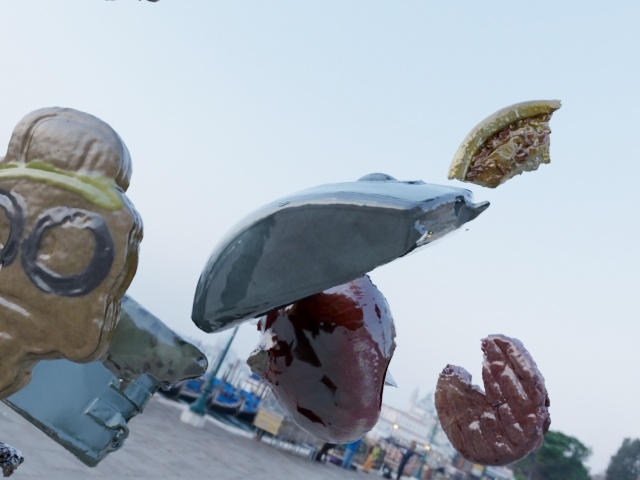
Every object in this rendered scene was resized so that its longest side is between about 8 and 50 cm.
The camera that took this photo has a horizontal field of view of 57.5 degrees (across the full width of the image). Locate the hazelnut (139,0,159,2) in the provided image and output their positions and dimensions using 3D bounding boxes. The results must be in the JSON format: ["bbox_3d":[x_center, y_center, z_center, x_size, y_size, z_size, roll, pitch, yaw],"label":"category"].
[{"bbox_3d":[-0.310,-0.462,1.025,0.086,0.086,0.086,23,-14,6],"label":"hazelnut"}]

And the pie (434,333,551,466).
[{"bbox_3d":[0.282,0.267,0.971,0.054,0.204,0.218,12,-33,-36],"label":"pie"}]

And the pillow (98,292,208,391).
[{"bbox_3d":[-0.251,0.108,0.700,0.241,0.093,0.051,36,-28,7],"label":"pillow"}]

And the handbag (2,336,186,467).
[{"bbox_3d":[-0.385,0.204,0.971,0.260,0.247,0.079,34,-38,3],"label":"handbag"}]

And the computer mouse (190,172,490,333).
[{"bbox_3d":[0.000,0.000,0.634,0.371,0.122,0.188,-22,-2,30],"label":"computer mouse"}]

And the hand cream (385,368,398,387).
[{"bbox_3d":[0.112,0.261,1.157,0.084,0.053,0.142,31,-8,6],"label":"hand cream"}]

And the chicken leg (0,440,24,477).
[{"bbox_3d":[-0.582,0.316,0.885,0.106,0.051,0.253,6,-16,44],"label":"chicken leg"}]

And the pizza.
[{"bbox_3d":[0.357,-0.183,1.113,0.056,0.271,0.134,115,-49,-81],"label":"pizza"}]

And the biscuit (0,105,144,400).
[{"bbox_3d":[-0.277,0.010,0.548,0.208,0.290,0.041,13,-10,9],"label":"biscuit"}]

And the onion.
[{"bbox_3d":[-0.019,0.158,0.833,0.195,0.272,0.272,-3,-2,-25],"label":"onion"}]
